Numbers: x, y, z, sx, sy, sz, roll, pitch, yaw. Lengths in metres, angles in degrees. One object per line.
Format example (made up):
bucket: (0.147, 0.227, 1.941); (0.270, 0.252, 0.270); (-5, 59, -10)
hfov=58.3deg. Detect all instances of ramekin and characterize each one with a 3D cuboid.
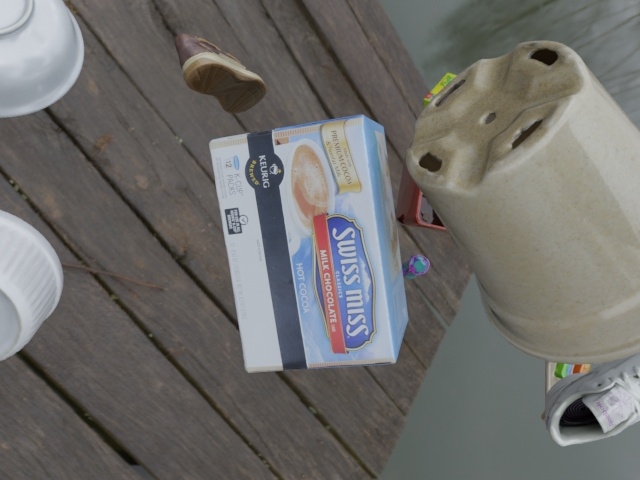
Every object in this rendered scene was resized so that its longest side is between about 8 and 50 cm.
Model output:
ramekin: (-0.455, 0.068, 0.744); (0.207, 0.207, 0.109); (42, 18, -28)

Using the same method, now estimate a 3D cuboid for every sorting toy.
sorting toy: (0.550, 0.276, 1.262); (0.193, 0.038, 0.208); (-35, 131, -33)

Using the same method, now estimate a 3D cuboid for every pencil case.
pencil case: (0.301, 0.086, 1.845); (0.070, 0.152, 0.065); (-26, 82, -6)

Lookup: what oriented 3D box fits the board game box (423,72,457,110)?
board game box: (0.251, -0.234, 1.163); (0.092, 0.043, 0.181); (-49, 149, -25)

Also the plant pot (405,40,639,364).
plant pot: (0.280, -0.062, 0.726); (0.305, 0.333, 0.334); (41, 53, -31)

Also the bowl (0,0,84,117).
bowl: (-0.549, -0.366, 0.946); (0.297, 0.134, 0.298); (7, 71, -22)

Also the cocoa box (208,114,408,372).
cocoa box: (0.000, 0.000, 0.891); (0.231, 0.227, 0.347); (-30, 112, -75)

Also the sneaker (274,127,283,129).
sneaker: (-0.100, -0.132, 1.115); (0.081, 0.080, 0.211); (54, 43, -34)

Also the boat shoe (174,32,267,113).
boat shoe: (-0.237, -0.402, 1.371); (0.123, 0.123, 0.342); (59, 17, 10)

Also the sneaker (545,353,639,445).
sneaker: (0.468, 0.222, 0.840); (0.114, 0.305, 0.152); (55, 27, 12)

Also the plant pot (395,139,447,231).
plant pot: (0.328, -0.131, 1.468); (0.267, 0.235, 0.267); (12, 80, -16)
